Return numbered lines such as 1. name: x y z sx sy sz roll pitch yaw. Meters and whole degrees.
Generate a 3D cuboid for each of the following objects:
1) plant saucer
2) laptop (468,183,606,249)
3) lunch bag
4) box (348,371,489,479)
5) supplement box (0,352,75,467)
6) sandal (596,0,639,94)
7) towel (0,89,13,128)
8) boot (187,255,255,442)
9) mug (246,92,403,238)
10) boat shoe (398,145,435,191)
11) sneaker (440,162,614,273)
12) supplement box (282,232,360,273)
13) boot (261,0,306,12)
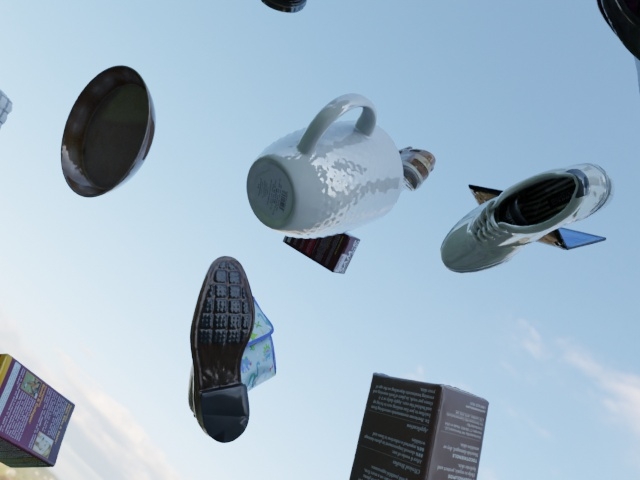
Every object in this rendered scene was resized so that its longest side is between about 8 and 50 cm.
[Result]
1. plant saucer: -0.259 -0.131 0.648 0.169 0.168 0.029 17 -1 33
2. laptop: 0.548 -0.071 1.330 0.264 0.136 0.234 51 -14 -29
3. lunch bag: -0.141 0.170 0.861 0.097 0.129 0.151 -8 -89 26
4. box: 0.156 0.444 0.927 0.143 0.381 0.191 26 -19 -29
5. supplement box: -0.464 0.259 0.783 0.081 0.104 0.188 -5 -41 8
6. sandal: 0.607 -0.412 1.011 0.107 0.167 0.445 -16 -56 22
7. towel: -0.512 -0.128 0.591 0.122 0.283 0.235 11 -20 4
8. boot: -0.139 0.132 0.661 0.106 0.082 0.219 -14 -108 58
9. mug: 0.014 -0.178 1.248 0.276 0.328 0.374 45 -50 24
10. boat shoe: 0.255 -0.222 1.596 0.123 0.116 0.324 50 -4 -19
11. sneaker: 0.248 -0.030 0.702 0.258 0.091 0.094 -38 -122 42
12. supplement box: 0.000 0.000 1.710 0.240 0.130 0.073 31 10 36
13. boot: -0.072 -0.716 1.161 0.131 0.347 0.260 3 -25 -12
